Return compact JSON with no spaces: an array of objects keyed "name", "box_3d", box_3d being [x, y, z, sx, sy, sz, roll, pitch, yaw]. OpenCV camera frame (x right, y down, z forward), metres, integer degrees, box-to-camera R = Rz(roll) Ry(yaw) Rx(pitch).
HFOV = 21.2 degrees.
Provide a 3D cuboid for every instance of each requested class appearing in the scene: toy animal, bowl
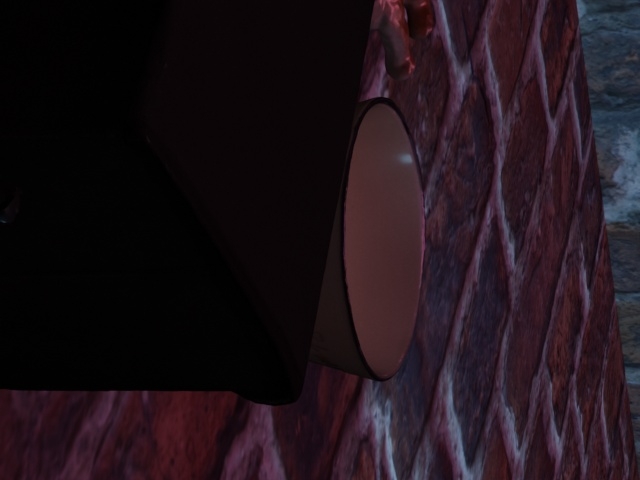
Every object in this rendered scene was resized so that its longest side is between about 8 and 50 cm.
[{"name":"toy animal","box_3d":[0.045,-0.277,1.640,0.185,0.104,0.183,54,40,-53]},{"name":"bowl","box_3d":[0.000,0.000,1.435,0.238,0.126,0.237,-1,90,-73]}]

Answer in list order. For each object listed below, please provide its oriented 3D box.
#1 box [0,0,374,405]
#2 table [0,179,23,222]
[{"name":"box","box_3d":[-0.111,-0.117,0.975,0.251,0.205,0.345,64,31,-52]},{"name":"table","box_3d":[-0.222,-0.162,0.560,0.317,0.249,0.317,-1,90,-72]}]
